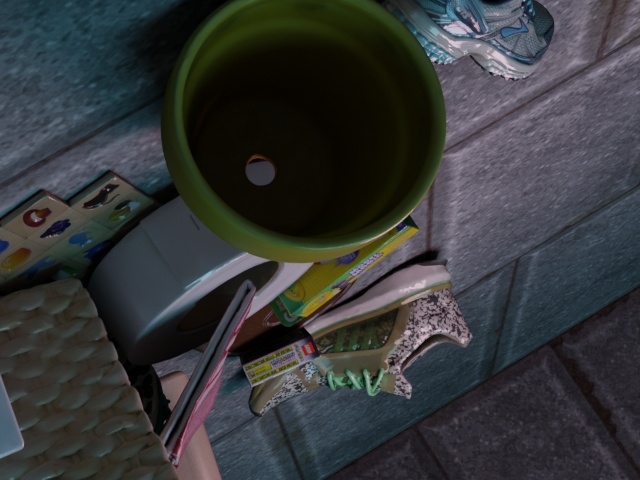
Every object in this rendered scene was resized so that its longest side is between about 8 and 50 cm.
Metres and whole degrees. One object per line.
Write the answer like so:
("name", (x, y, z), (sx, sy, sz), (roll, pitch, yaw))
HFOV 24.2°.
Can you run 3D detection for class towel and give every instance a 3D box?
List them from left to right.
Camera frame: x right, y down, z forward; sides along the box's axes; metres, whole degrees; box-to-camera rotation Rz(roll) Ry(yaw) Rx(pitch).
("towel", (-0.153, 0.205, 1.799), (0.237, 0.037, 0.329), (-64, 180, -27))

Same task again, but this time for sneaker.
("sneaker", (-0.226, 0.201, 1.875), (0.107, 0.110, 0.275), (-43, -160, 3))
("sneaker", (0.072, 0.196, 2.458), (0.410, 0.182, 0.158), (-32, 163, 0))
("sneaker", (0.190, -0.249, 1.593), (0.122, 0.110, 0.283), (-47, 158, 29))

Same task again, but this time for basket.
("basket", (-0.355, 0.262, 1.619), (0.331, 0.328, 0.266), (-17, 157, -33))

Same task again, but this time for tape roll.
("tape roll", (-0.131, 0.029, 1.765), (0.286, 0.100, 0.286), (-31, 166, -9))

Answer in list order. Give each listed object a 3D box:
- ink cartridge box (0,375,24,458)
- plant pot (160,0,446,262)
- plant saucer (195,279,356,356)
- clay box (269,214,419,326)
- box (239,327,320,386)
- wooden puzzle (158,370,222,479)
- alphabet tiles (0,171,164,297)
("ink cartridge box", (-0.440, 0.147, 1.366), (0.278, 0.201, 0.117), (-22, -171, -31))
("plant pot", (-0.035, -0.092, 1.434), (0.254, 0.254, 0.239), (-27, 176, -17))
("plant saucer", (-0.056, 0.083, 2.161), (0.311, 0.050, 0.310), (-29, 161, -11))
("clay box", (0.000, 0.000, 1.897), (0.222, 0.127, 0.053), (-38, 161, 15))
("box", (-0.064, 0.174, 2.271), (0.114, 0.036, 0.207), (-24, -178, -4))
("wooden puzzle", (-0.269, 0.376, 1.979), (0.348, 0.322, 0.080), (-20, -175, -29))
("alphabet tiles", (-0.333, 0.043, 1.633), (0.343, 0.011, 0.285), (-34, 162, 6))
